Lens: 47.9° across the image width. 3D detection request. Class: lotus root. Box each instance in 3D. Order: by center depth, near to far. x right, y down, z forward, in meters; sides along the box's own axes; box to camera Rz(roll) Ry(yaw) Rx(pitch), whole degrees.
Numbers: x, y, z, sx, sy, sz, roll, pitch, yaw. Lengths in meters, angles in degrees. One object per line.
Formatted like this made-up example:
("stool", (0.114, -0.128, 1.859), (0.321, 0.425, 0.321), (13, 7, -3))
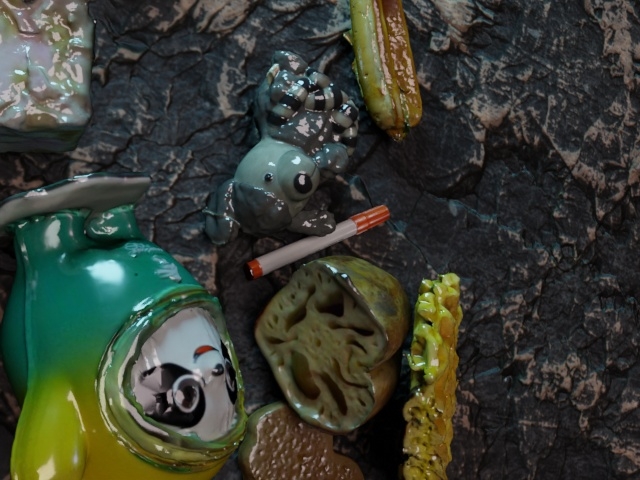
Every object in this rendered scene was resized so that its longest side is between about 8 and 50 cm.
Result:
("lotus root", (0.047, 0.120, 0.907), (0.180, 0.188, 0.199), (-8, 64, -51))

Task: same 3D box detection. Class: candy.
("candy", (-0.313, -0.189, 0.751), (0.137, 0.195, 0.184), (2, 87, -25))

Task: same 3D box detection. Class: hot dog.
("hot dog", (0.088, -0.266, 1.054), (0.104, 0.076, 0.250), (-13, 93, -50))

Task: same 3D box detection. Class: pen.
("pen", (0.000, 0.000, 0.988), (0.239, 0.028, 0.028), (-24, 95, -29))

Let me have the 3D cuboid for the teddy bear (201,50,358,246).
("teddy bear", (-0.028, -0.091, 0.922), (0.171, 0.144, 0.250), (23, 74, -32))

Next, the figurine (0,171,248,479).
("figurine", (-0.210, 0.117, 0.744), (0.324, 0.232, 0.340), (-8, 76, -65))

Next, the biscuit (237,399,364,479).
("biscuit", (-0.011, 0.359, 0.923), (0.183, 0.047, 0.319), (-42, 104, -25))

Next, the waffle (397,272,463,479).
("waffle", (0.146, 0.195, 0.928), (0.060, 0.307, 0.311), (3, 86, 15))
